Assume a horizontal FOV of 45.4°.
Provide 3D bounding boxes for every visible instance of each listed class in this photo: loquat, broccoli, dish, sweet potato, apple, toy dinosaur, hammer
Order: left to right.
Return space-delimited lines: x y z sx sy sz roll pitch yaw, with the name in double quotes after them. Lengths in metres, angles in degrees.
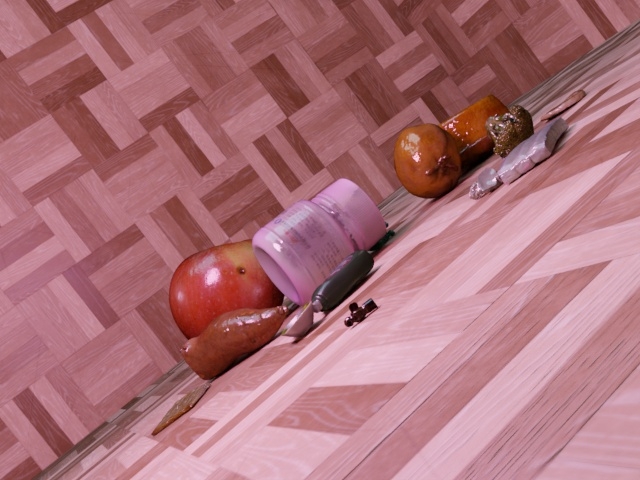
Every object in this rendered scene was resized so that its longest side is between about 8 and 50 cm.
-0.261 0.154 2.187 0.349 0.276 0.348 -17 -5 -2 "apple"
-0.206 0.233 1.944 0.337 0.131 0.131 -36 3 28 "sweet potato"
-0.041 0.178 1.625 0.091 0.039 0.137 -50 1 -12 "dish"
0.067 0.124 1.373 0.065 0.021 0.178 -37 0 -1 "hammer"
0.153 -0.003 2.165 0.096 0.059 0.132 -45 13 -26 "toy dinosaur"
0.309 -0.230 2.231 0.193 0.238 0.238 -17 0 -7 "loquat"
0.465 -0.269 1.880 0.130 0.120 0.131 -62 -19 7 "broccoli"

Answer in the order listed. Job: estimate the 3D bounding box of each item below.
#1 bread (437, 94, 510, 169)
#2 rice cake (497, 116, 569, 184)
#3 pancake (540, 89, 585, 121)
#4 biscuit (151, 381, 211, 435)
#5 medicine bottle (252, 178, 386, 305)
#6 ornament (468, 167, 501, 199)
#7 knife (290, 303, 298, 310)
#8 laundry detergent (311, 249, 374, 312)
0.466 -0.331 2.426 0.312 0.172 0.312 -35 1 1 "bread"
0.444 -0.191 1.602 0.127 0.043 0.237 -37 1 32 "rice cake"
0.658 -0.366 2.076 0.139 0.022 0.139 -36 2 1 "pancake"
-0.335 0.404 1.880 0.144 0.016 0.203 -37 3 12 "biscuit"
0.000 0.000 2.019 0.302 0.241 0.241 -38 2 -17 "medicine bottle"
0.356 -0.123 1.628 0.092 0.041 0.068 -9 49 61 "ornament"
-0.004 0.129 2.262 0.256 0.022 0.046 -39 7 -30 "knife"
0.033 0.106 1.714 0.137 0.063 0.211 -38 3 42 "laundry detergent"
